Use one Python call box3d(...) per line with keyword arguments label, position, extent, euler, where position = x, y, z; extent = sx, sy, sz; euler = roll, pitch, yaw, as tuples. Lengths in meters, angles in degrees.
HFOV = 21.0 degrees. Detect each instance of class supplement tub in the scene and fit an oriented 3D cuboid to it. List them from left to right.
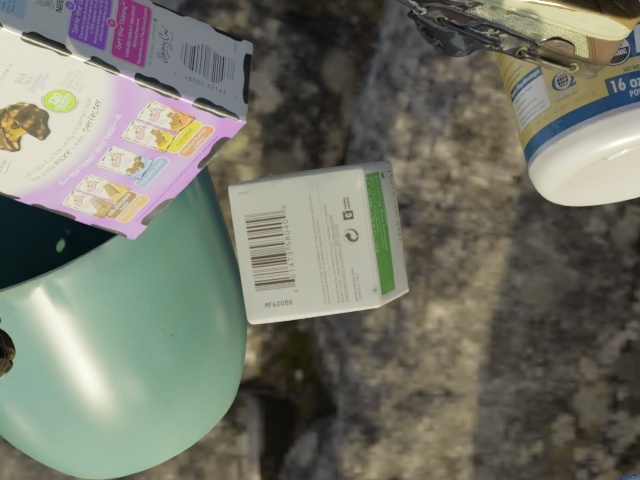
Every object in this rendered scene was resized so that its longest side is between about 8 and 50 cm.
box3d(label="supplement tub", position=(0.192, -0.139, 1.192), extent=(0.144, 0.144, 0.200), euler=(-26, 69, 35))

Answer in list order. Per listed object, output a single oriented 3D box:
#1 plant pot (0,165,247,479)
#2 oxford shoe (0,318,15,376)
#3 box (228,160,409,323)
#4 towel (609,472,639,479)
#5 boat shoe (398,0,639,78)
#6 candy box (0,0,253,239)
box3d(label="plant pot", position=(-0.198, 0.063, 1.510), extent=(0.293, 0.293, 0.235), euler=(2, 126, 40))
box3d(label="oxford shoe", position=(-0.258, 0.070, 1.209), extent=(0.227, 0.096, 0.083), euler=(164, 95, -67))
box3d(label="box", position=(0.000, 0.000, 1.227), extent=(0.102, 0.087, 0.101), euler=(-7, 93, 16))
box3d(label="towel", position=(0.188, 0.212, 0.822), extent=(0.209, 0.034, 0.285), euler=(-13, 37, 9))
box3d(label="boat shoe", position=(0.063, -0.103, 0.756), extent=(0.056, 0.152, 0.049), euler=(-84, 10, -56))
box3d(label="candy box", position=(-0.168, -0.093, 1.104), extent=(0.165, 0.196, 0.070), euler=(-41, 38, 46))
